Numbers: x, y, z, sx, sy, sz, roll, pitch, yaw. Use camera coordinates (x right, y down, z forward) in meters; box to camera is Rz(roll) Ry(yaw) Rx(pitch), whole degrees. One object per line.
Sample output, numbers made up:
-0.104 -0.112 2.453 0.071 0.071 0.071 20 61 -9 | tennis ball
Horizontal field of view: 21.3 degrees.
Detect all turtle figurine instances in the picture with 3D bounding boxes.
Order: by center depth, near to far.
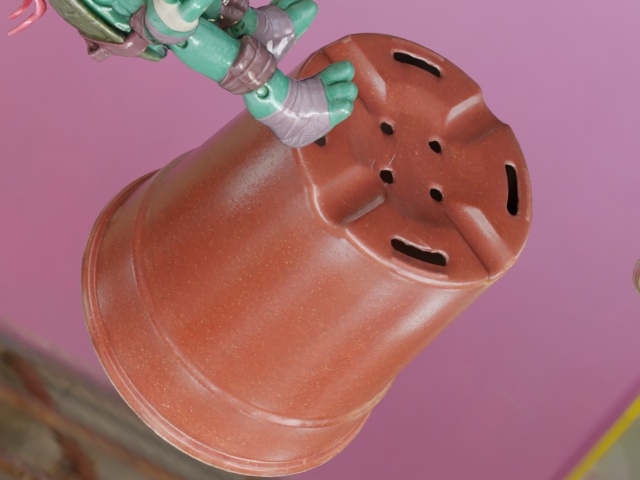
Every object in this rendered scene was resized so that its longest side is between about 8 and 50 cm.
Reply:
-0.082 -0.144 0.882 0.234 0.118 0.175 36 -143 -43 | turtle figurine

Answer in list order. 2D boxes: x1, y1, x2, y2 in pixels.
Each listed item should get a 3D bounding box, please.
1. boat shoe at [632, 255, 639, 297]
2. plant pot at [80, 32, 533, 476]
0.274 0.066 1.115 0.170 0.063 0.059 34 -165 10 | boat shoe
0.000 0.000 1.254 0.272 0.265 0.272 17 -125 -25 | plant pot
